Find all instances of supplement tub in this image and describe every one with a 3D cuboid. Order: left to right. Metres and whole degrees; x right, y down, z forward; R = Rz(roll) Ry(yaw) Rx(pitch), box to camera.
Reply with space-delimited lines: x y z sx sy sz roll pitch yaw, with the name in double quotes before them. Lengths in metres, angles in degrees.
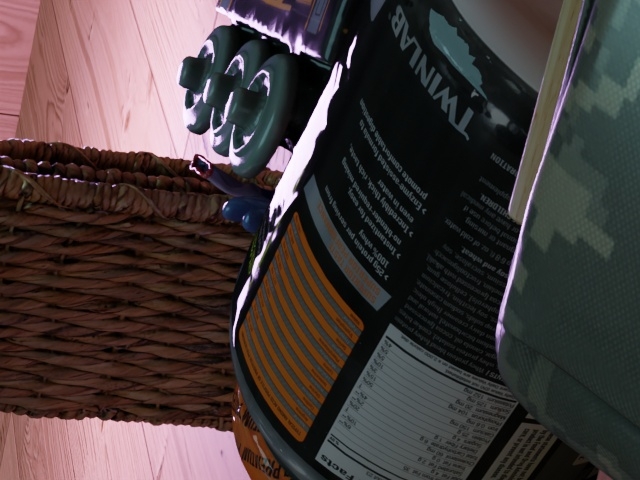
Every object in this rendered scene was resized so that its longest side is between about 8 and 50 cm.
"supplement tub" 0.076 0.000 0.795 0.316 0.193 0.193 117 153 -47

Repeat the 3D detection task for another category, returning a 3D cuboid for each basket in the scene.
"basket" -0.146 -0.015 1.344 0.213 0.299 0.223 -101 22 -48

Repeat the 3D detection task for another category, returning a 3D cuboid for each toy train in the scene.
"toy train" 0.012 -0.127 1.177 0.334 0.142 0.190 -139 69 -72

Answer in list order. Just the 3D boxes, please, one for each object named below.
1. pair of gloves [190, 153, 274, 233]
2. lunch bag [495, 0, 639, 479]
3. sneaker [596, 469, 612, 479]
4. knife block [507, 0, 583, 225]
"pair of gloves" 0.000 0.000 1.114 0.023 0.159 0.198 -62 22 3
"lunch bag" 0.206 -0.030 0.362 0.256 0.212 0.305 39 125 35
"sneaker" 0.164 0.155 0.592 0.136 0.116 0.314 118 153 -47
"knife block" 0.137 -0.137 0.520 0.275 0.242 0.088 -42 42 -4
